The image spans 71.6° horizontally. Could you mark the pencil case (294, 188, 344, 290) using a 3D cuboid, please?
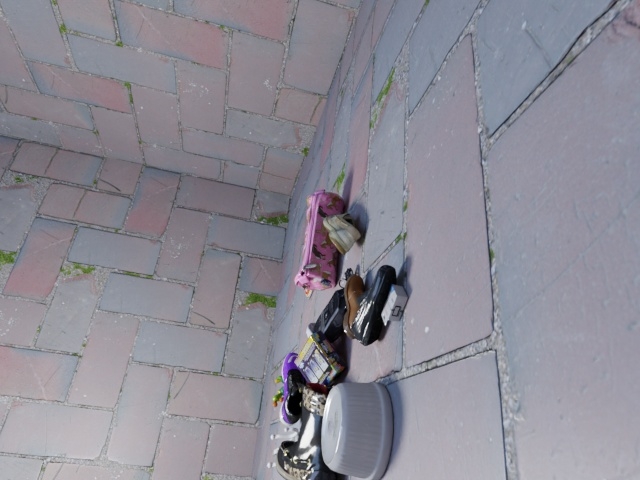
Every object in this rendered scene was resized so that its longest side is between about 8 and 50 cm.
[{"bbox_3d":[0.000,0.000,1.729,0.167,0.160,0.386,123,157,-67],"label":"pencil case"}]

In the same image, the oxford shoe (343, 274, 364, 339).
[{"bbox_3d":[0.113,0.171,1.223,0.076,0.076,0.212,-36,31,29],"label":"oxford shoe"}]

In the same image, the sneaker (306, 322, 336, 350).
[{"bbox_3d":[-0.006,0.369,1.540,0.258,0.094,0.091,-114,38,-74],"label":"sneaker"}]

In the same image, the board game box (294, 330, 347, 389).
[{"bbox_3d":[-0.002,0.386,1.386,0.141,0.048,0.170,51,137,25],"label":"board game box"}]

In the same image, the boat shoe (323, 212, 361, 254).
[{"bbox_3d":[0.081,-0.041,1.534,0.098,0.109,0.302,-40,14,7],"label":"boat shoe"}]

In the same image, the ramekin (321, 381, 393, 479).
[{"bbox_3d":[0.074,0.418,0.989,0.207,0.109,0.207,-169,90,-80],"label":"ramekin"}]

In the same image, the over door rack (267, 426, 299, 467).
[{"bbox_3d":[-0.170,0.933,1.807,0.324,0.108,0.240,111,167,-46],"label":"over door rack"}]

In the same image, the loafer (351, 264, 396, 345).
[{"bbox_3d":[0.121,0.151,1.066,0.078,0.076,0.223,34,123,35],"label":"loafer"}]

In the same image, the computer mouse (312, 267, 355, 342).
[{"bbox_3d":[0.060,0.239,1.413,0.272,0.072,0.188,-59,16,28],"label":"computer mouse"}]

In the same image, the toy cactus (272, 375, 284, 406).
[{"bbox_3d":[-0.147,0.683,2.050,0.181,0.112,0.219,-57,13,13],"label":"toy cactus"}]

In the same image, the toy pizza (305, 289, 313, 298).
[{"bbox_3d":[-0.054,0.187,2.188,0.201,0.032,0.201,-169,90,-80],"label":"toy pizza"}]

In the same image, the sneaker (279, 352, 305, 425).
[{"bbox_3d":[-0.099,0.602,1.830,0.146,0.102,0.293,125,150,-57],"label":"sneaker"}]

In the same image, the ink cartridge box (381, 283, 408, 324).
[{"bbox_3d":[0.166,0.148,0.999,0.048,0.028,0.083,-99,23,-64],"label":"ink cartridge box"}]

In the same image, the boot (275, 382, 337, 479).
[{"bbox_3d":[-0.029,0.570,1.313,0.377,0.138,0.284,154,125,-73],"label":"boot"}]
